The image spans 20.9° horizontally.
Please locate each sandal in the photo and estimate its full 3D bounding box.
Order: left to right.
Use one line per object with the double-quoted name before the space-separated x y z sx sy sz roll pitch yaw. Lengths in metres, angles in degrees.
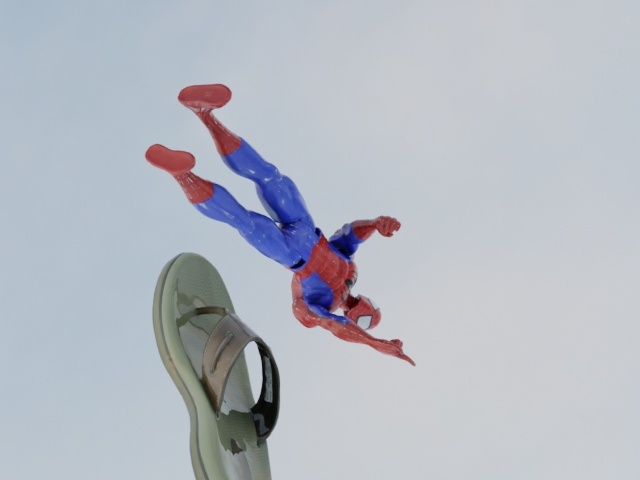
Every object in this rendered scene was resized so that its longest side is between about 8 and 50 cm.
"sandal" -0.077 0.139 1.633 0.086 0.303 0.120 -34 -36 23

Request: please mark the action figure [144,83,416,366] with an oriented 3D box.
"action figure" 0.000 0.000 1.312 0.091 0.139 0.280 -62 -40 -18
